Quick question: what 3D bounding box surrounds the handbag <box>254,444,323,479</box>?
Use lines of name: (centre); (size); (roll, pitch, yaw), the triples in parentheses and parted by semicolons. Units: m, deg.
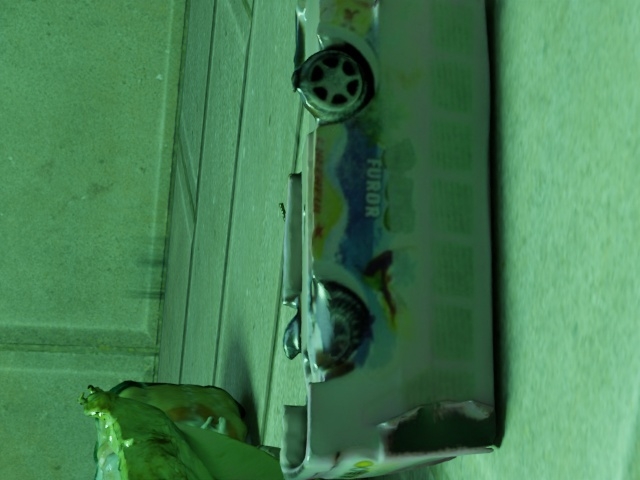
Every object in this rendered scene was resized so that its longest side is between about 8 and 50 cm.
handbag: (-0.042, 0.246, 1.245); (0.117, 0.095, 0.173); (-113, 20, -48)

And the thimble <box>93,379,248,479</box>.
thimble: (-0.165, 0.278, 1.689); (0.288, 0.167, 0.254); (115, 155, -66)

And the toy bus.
toy bus: (0.032, -0.010, 0.821); (0.090, 0.112, 0.274); (129, 143, -73)

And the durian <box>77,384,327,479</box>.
durian: (-0.086, 0.206, 1.042); (0.163, 0.198, 0.394); (-64, 24, 6)

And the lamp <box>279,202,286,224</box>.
lamp: (0.000, 0.000, 1.229); (0.121, 0.041, 0.054); (-151, 56, -75)
